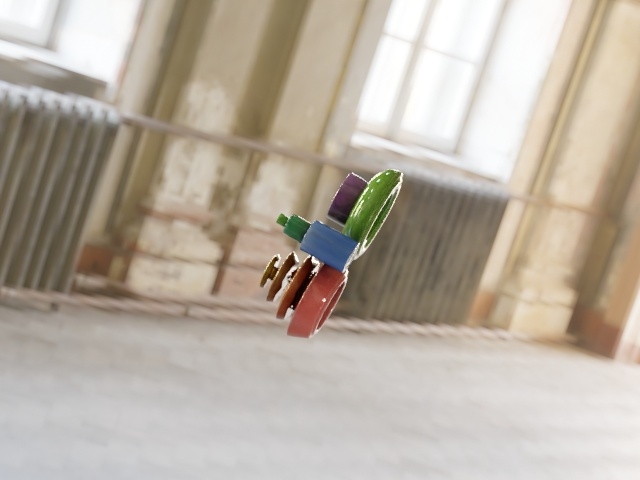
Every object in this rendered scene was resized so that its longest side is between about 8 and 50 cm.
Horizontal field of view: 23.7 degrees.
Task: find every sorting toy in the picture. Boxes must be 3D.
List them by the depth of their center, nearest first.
[{"bbox_3d":[0.000,0.000,0.775,0.042,0.102,0.061,30,-1,8],"label":"sorting toy"}]
